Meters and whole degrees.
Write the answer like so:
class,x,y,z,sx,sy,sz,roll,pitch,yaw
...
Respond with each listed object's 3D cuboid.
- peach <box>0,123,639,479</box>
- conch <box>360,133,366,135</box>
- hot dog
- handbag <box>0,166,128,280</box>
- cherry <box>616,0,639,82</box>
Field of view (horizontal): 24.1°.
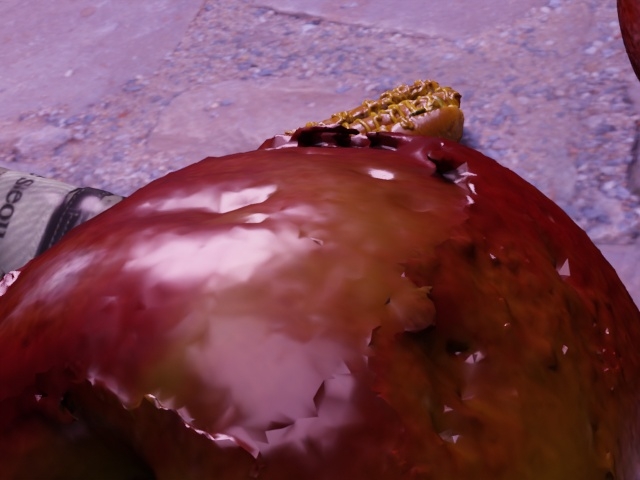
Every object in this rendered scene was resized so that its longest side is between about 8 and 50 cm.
class,x,y,z,sx,sy,sz,roll,pitch,yaw
peach,0.017,0.122,0.748,0.339,0.353,0.416,26,11,30
conch,0.000,0.000,0.995,0.207,0.130,0.155,12,51,35
hot dog,0.034,-0.075,1.143,0.165,0.045,0.071,-22,37,-10
handbag,-0.296,0.088,0.951,0.416,0.180,0.317,11,52,24
cherry,0.315,-0.190,1.053,0.206,0.239,0.239,15,47,34
